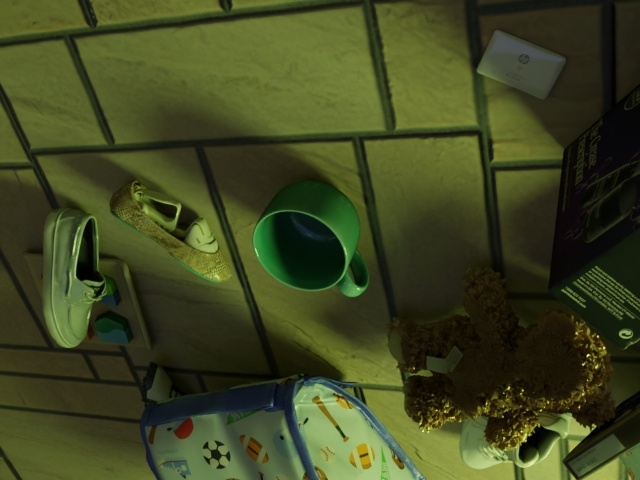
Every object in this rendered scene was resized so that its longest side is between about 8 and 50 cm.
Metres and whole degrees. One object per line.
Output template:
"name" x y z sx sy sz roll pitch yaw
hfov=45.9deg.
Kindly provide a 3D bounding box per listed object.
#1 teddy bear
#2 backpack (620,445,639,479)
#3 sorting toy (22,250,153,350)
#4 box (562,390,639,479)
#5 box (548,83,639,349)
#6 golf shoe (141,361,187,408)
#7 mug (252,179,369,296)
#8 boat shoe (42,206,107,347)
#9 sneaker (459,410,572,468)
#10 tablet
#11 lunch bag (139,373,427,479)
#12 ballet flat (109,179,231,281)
"teddy bear" 0.228 0.164 1.005 0.338 0.113 0.245 -38 68 41
"backpack" 0.494 0.283 0.979 0.165 0.144 0.188 0 149 -30
"sorting toy" -0.395 0.108 1.277 0.208 0.038 0.193 6 128 18
"box" 0.406 0.211 0.946 0.036 0.225 0.136 53 133 19
"box" 0.325 -0.052 0.723 0.103 0.261 0.184 39 129 -10
"golf shoe" -0.260 0.287 1.348 0.093 0.077 0.198 1 133 8
"mug" -0.009 -0.003 1.001 0.129 0.097 0.158 -3 125 23
"boat shoe" -0.377 0.063 1.174 0.081 0.079 0.228 6 105 18
"sneaker" 0.274 0.286 1.098 0.090 0.115 0.232 33 131 -5
"tablet" 0.219 -0.192 0.826 0.083 0.006 0.054 23 130 3
"lunch bag" -0.060 0.364 1.216 0.327 0.239 0.385 -17 125 33
"ballet flat" -0.207 -0.016 1.091 0.206 0.073 0.067 33 116 -10
